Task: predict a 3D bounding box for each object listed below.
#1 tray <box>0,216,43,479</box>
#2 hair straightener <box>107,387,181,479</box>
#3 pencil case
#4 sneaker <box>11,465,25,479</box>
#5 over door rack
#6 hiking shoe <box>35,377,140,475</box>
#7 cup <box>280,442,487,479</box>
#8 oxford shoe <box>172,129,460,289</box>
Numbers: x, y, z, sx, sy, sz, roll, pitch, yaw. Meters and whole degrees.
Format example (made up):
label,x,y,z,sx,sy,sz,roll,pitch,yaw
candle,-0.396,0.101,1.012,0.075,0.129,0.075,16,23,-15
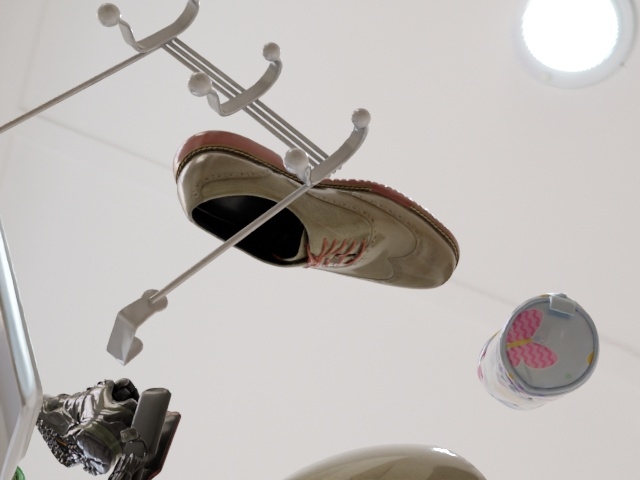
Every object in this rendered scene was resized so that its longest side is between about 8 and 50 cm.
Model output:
label,x,y,z,sx,sy,sz,roll,pitch,yaw
tray,-0.292,0.083,1.029,0.145,0.030,0.270,-63,-141,38
hair straightener,-0.212,0.243,1.245,0.047,0.230,0.089,0,-51,19
pencil case,0.261,0.139,1.388,0.113,0.273,0.124,32,-97,8
sneaker,-0.447,0.363,1.575,0.158,0.410,0.182,36,-84,25
over door rack,-0.138,-0.084,0.992,0.239,0.324,0.108,38,-32,14
hiking shoe,-0.273,0.218,1.398,0.226,0.114,0.086,7,-53,55
cup,0.033,0.391,1.375,0.331,0.237,0.331,-21,-121,40
oxford shoe,0.000,0.000,1.251,0.348,0.130,0.123,17,-58,-17
